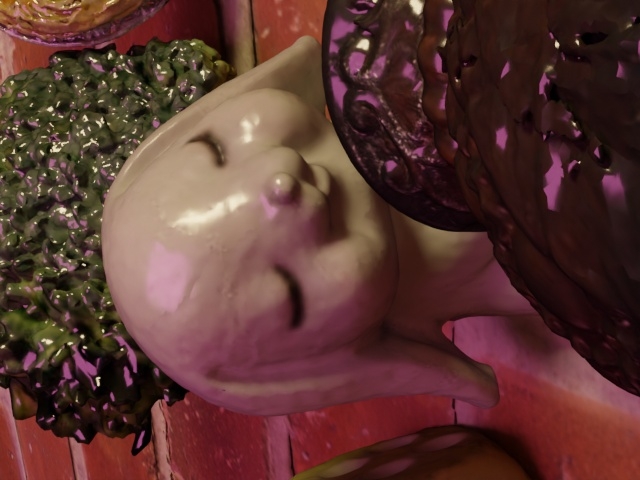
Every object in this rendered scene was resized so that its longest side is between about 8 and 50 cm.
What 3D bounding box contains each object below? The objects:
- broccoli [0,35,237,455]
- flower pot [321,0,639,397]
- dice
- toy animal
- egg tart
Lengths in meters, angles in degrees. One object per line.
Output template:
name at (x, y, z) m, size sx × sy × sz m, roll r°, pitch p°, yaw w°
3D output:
broccoli at (-0.156, 0.007, 0.906) m, size 0.281 × 0.293 × 0.348 m, roll 50°, pitch -163°, yaw -54°
flower pot at (0.141, -0.073, 0.453) m, size 0.267 × 0.266 × 0.266 m, roll 22°, pitch 124°, yaw 63°
dice at (0.059, 0.238, 0.784) m, size 0.166 × 0.169 × 0.169 m, roll -16°, pitch 93°, yaw 56°
toy animal at (0.000, 0.000, 0.666) m, size 0.272 × 0.265 × 0.206 m, roll 60°, pitch 147°, yaw 11°
egg tart at (-0.190, -0.263, 0.900) m, size 0.234 × 0.234 × 0.094 m, roll 58°, pitch -172°, yaw 17°
